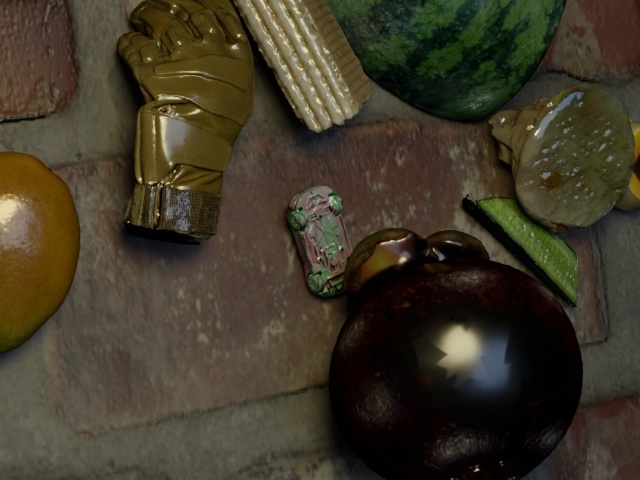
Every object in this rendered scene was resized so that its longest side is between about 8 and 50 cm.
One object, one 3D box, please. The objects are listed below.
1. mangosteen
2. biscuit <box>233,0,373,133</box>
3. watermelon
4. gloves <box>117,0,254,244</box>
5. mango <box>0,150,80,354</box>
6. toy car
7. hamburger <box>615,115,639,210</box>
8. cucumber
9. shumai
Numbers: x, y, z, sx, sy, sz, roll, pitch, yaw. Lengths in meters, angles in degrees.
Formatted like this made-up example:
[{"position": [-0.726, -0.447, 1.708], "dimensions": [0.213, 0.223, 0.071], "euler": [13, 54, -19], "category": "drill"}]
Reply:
[{"position": [0.148, 0.134, 1.691], "dimensions": [0.307, 0.307, 0.347], "euler": [3, 53, -27], "category": "mangosteen"}, {"position": [-0.070, -0.333, 1.715], "dimensions": [0.426, 0.078, 0.144], "euler": [61, 18, -9], "category": "biscuit"}, {"position": [0.152, -0.339, 1.805], "dimensions": [0.250, 0.283, 0.293], "euler": [7, 53, -41], "category": "watermelon"}, {"position": [-0.154, -0.159, 1.642], "dimensions": [0.154, 0.141, 0.331], "euler": [11, 78, -25], "category": "gloves"}, {"position": [-0.335, 0.015, 1.538], "dimensions": [0.151, 0.120, 0.221], "euler": [0, 90, -24], "category": "mango"}, {"position": [0.000, 0.000, 1.749], "dimensions": [0.069, 0.055, 0.142], "euler": [-25, 109, -27], "category": "toy car"}, {"position": [0.424, -0.107, 1.971], "dimensions": [0.141, 0.081, 0.126], "euler": [27, 73, -34], "category": "hamburger"}, {"position": [0.273, -0.005, 1.898], "dimensions": [0.220, 0.046, 0.070], "euler": [43, 64, -17], "category": "cucumber"}, {"position": [0.312, -0.115, 1.887], "dimensions": [0.201, 0.120, 0.201], "euler": [-8, 109, -24], "category": "shumai"}]
